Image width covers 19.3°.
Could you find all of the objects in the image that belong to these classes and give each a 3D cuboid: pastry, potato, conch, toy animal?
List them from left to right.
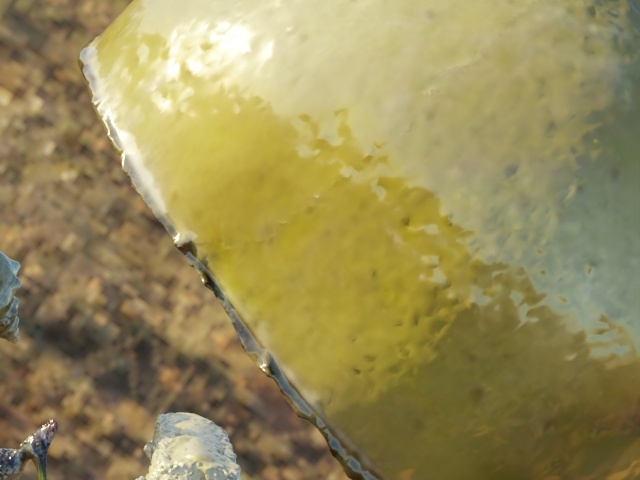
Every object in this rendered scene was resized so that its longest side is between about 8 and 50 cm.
[{"bbox_3d":[-0.427,0.050,2.185,0.234,0.114,0.137,36,18,-48],"label":"conch"},{"bbox_3d":[-0.378,0.264,2.128,0.105,0.202,0.070,58,10,6],"label":"toy animal"},{"bbox_3d":[-0.148,0.263,2.173,0.121,0.089,0.258,27,7,-5],"label":"pastry"},{"bbox_3d":[0.110,-0.054,1.135,0.442,0.319,0.385,57,18,24],"label":"potato"}]
